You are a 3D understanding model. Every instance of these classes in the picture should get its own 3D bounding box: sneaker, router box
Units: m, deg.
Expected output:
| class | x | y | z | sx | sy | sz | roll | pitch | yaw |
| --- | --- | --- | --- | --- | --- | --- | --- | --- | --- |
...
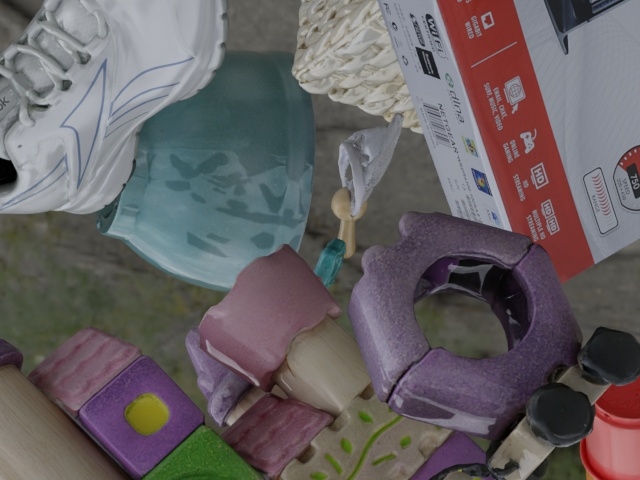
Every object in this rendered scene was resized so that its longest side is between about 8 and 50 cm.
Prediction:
| class | x | y | z | sx | sy | sz | roll | pitch | yaw |
| --- | --- | --- | --- | --- | --- | --- | --- | --- | --- |
| sneaker | -0.161 | -0.106 | 0.863 | 0.129 | 0.111 | 0.297 | -21 | 155 | -46 |
| router box | 0.178 | -0.185 | 0.757 | 0.301 | 0.335 | 0.082 | -29 | -155 | -14 |

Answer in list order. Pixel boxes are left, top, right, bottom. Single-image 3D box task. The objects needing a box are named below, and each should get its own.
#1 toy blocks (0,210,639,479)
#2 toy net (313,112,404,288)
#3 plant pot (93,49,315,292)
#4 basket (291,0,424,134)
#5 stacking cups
| class | x | y | z | sx | sy | sz | roll | pitch | yaw |
| --- | --- | --- | --- | --- | --- | --- | --- | --- | --- |
| toy blocks | -0.084 | 0.101 | 0.561 | 0.260 | 0.288 | 0.309 | 43 | 155 | 13 |
| toy net | 0.000 | 0.000 | 1.029 | 0.045 | 0.232 | 0.122 | 24 | -173 | 10 |
| plant pot | -0.149 | -0.084 | 1.489 | 0.196 | 0.293 | 0.293 | 5 | 165 | -23 |
| basket | 0.189 | -0.265 | 1.212 | 0.328 | 0.266 | 0.331 | 18 | 154 | -27 |
| stacking cups | 0.223 | 0.212 | 0.941 | 0.096 | 0.096 | 0.316 | 0 | 131 | 20 |
